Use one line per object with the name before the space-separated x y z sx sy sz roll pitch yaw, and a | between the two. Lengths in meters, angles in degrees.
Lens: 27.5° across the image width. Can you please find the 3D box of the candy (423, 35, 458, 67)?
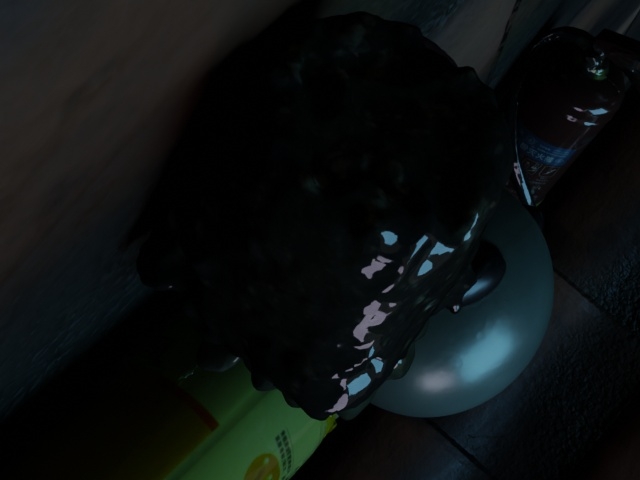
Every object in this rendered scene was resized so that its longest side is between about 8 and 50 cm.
candy | 0.037 -0.069 0.745 0.103 0.043 0.103 -47 171 -10

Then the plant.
plant | 0.000 0.000 0.586 0.132 0.129 0.194 -41 165 -33

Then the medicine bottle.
medicine bottle | -0.089 0.117 0.691 0.239 0.124 0.124 -44 170 -39

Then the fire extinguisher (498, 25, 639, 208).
fire extinguisher | 0.216 -0.089 1.284 0.105 0.141 0.341 -58 -178 -42

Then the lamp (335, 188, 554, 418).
lamp | 0.049 0.048 0.939 0.244 0.197 0.198 -28 -178 26
